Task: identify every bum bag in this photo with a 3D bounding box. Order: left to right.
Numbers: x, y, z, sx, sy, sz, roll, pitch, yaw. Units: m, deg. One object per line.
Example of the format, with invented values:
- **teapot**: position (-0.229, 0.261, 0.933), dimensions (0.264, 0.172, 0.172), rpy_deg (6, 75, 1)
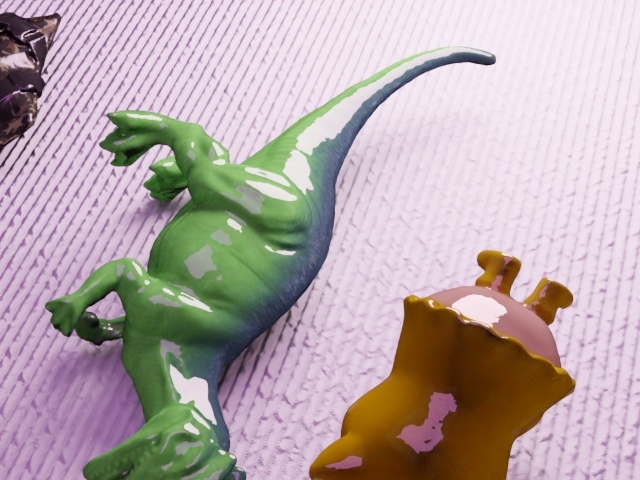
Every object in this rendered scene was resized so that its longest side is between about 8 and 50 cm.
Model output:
- **bum bag**: position (-0.325, -0.163, 1.323), dimensions (0.102, 0.069, 0.248), rpy_deg (-1, 47, -1)

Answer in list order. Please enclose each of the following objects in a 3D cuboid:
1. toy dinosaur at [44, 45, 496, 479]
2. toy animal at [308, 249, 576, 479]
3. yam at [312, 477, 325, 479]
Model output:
- **toy dinosaur**: position (0.000, 0.000, 1.107), dimensions (0.499, 0.144, 0.374), rpy_deg (-20, 53, -11)
- **toy animal**: position (0.103, 0.118, 0.961), dimensions (0.156, 0.156, 0.230), rpy_deg (22, 74, 22)
- **yam**: position (0.151, 0.238, 0.867), dimensions (0.356, 0.081, 0.081), rpy_deg (16, 47, 0)
